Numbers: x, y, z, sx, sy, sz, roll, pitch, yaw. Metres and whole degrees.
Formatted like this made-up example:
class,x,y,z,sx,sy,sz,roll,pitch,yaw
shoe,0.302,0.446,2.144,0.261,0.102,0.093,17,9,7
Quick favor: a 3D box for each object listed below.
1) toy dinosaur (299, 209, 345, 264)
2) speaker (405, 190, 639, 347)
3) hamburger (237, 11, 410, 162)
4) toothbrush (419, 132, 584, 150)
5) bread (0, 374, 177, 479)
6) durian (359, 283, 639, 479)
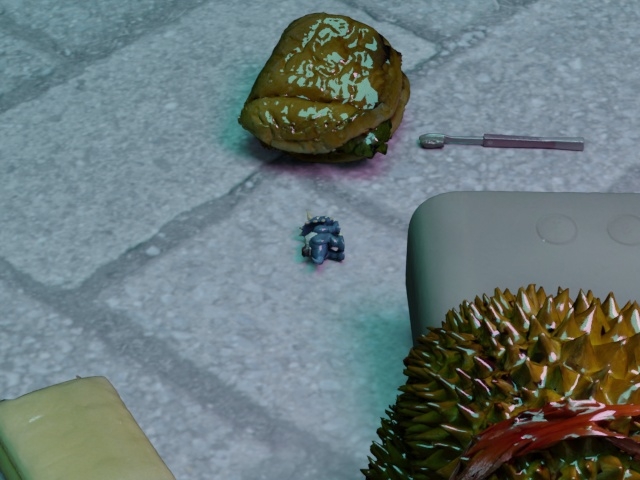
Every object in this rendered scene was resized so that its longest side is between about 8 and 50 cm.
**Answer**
class,x,y,z,sx,sy,sz,roll,pitch,yaw
toy dinosaur,0.000,0.000,1.803,0.047,0.031,0.083,-6,38,-6
speaker,0.287,0.077,1.591,0.406,0.183,0.184,1,44,1
hamburger,0.008,-0.180,1.954,0.183,0.130,0.206,8,42,14
toothbrush,0.213,-0.116,1.958,0.194,0.014,0.017,1,39,1
bread,-0.222,0.202,1.530,0.139,0.060,0.178,-21,43,-24
durian,0.188,0.207,1.318,0.347,0.348,0.384,-20,53,-23
